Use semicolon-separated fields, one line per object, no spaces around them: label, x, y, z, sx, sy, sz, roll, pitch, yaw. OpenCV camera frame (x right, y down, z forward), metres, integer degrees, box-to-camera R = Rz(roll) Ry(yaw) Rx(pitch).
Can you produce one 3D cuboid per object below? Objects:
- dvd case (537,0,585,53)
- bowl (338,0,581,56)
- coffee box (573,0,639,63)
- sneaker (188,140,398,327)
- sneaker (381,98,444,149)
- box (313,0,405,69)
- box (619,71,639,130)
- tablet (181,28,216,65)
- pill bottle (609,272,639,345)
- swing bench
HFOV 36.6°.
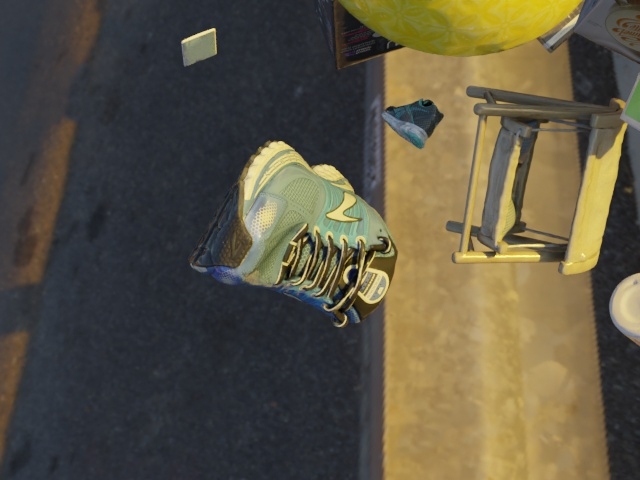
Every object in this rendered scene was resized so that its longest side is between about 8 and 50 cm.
dvd case;0.451;-0.510;1.986;0.164;0.221;0.018;-41;-5;-20
bowl;0.126;-0.319;0.829;0.156;0.289;0.290;79;-151;-82
coffee box;0.478;-0.285;1.252;0.098;0.246;0.141;-65;3;-15
sneaker;0.000;0.000;0.894;0.147;0.330;0.130;37;105;15
sneaker;0.159;-0.204;1.613;0.076;0.065;0.166;-47;25;3
box;0.078;-0.449;1.750;0.165;0.270;0.143;-18;74;-3
box;0.438;-0.183;0.863;0.127;0.231;0.262;-118;43;-64
tablet;-0.182;-0.289;1.447;0.054;0.083;0.006;-24;78;-11
pill bottle;0.570;0.133;1.624;0.112;0.186;0.112;-16;61;32
swing bench;0.341;-0.093;1.507;0.165;0.254;0.253;-80;-4;-69
